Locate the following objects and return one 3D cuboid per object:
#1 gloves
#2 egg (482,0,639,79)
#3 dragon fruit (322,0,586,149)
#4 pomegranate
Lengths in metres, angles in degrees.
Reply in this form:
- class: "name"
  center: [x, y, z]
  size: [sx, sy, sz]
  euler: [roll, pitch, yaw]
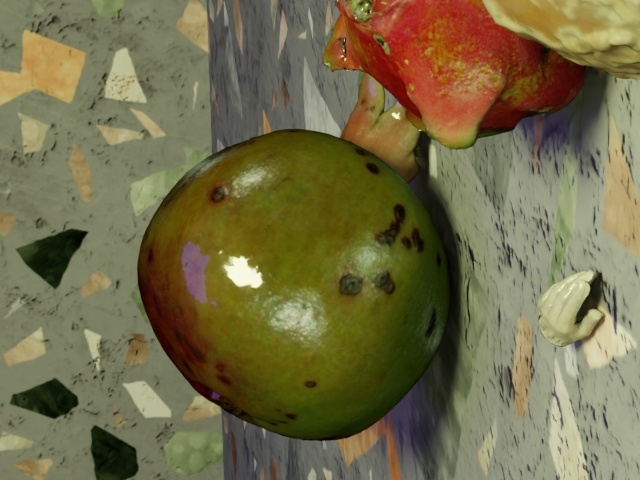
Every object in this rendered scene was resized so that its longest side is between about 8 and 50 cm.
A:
- class: "gloves"
  center: [0.164, 0.049, 1.082]
  size: [0.044, 0.037, 0.081]
  euler: [39, 139, 23]
- class: "egg"
  center: [0.150, -0.165, 0.685]
  size: [0.233, 0.194, 0.195]
  euler: [-33, 60, 58]
- class: "dragon fruit"
  center: [0.090, -0.166, 1.043]
  size: [0.269, 0.198, 0.200]
  euler: [-75, -28, -82]
- class: "pomegranate"
  center: [0.009, 0.023, 1.418]
  size: [0.291, 0.323, 0.291]
  euler: [40, 150, 29]
